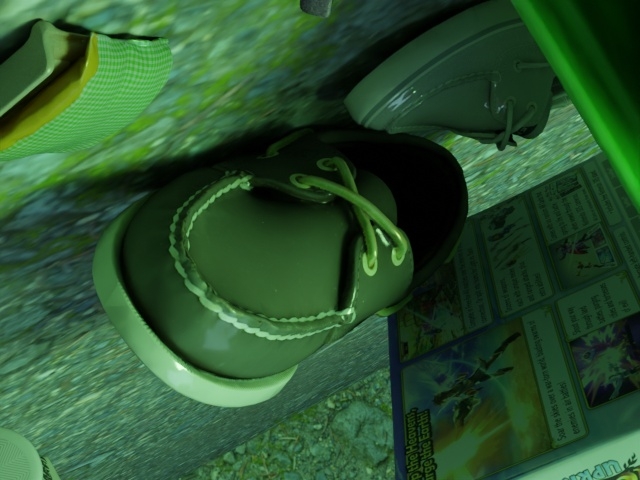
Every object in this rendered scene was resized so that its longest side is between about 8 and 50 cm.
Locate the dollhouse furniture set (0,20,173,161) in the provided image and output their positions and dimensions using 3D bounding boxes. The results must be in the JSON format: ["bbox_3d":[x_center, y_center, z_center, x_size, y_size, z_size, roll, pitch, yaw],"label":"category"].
[{"bbox_3d":[-0.106,-0.005,0.394,0.151,0.059,0.076,-34,170,20],"label":"dollhouse furniture set"}]

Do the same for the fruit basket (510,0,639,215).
[{"bbox_3d":[0.258,-0.086,0.347,0.392,0.283,0.392,-32,-174,4],"label":"fruit basket"}]

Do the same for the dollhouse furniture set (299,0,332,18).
[{"bbox_3d":[-0.027,-0.118,0.220,0.081,0.091,0.114,9,139,0],"label":"dollhouse furniture set"}]

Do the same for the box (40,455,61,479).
[{"bbox_3d":[-0.294,0.258,0.988,0.094,0.113,0.275,-33,171,7],"label":"box"}]

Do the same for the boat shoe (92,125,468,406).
[{"bbox_3d":[-0.003,-0.004,0.580,0.091,0.109,0.305,-35,175,21],"label":"boat shoe"}]

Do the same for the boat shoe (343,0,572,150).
[{"bbox_3d":[0.091,-0.078,0.597,0.184,0.063,0.066,-22,166,-44],"label":"boat shoe"}]

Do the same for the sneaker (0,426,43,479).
[{"bbox_3d":[-0.280,0.173,0.738,0.217,0.079,0.121,-19,170,-17],"label":"sneaker"}]

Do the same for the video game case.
[{"bbox_3d":[0.155,0.037,0.620,0.244,0.061,0.269,-25,-157,13],"label":"video game case"}]
